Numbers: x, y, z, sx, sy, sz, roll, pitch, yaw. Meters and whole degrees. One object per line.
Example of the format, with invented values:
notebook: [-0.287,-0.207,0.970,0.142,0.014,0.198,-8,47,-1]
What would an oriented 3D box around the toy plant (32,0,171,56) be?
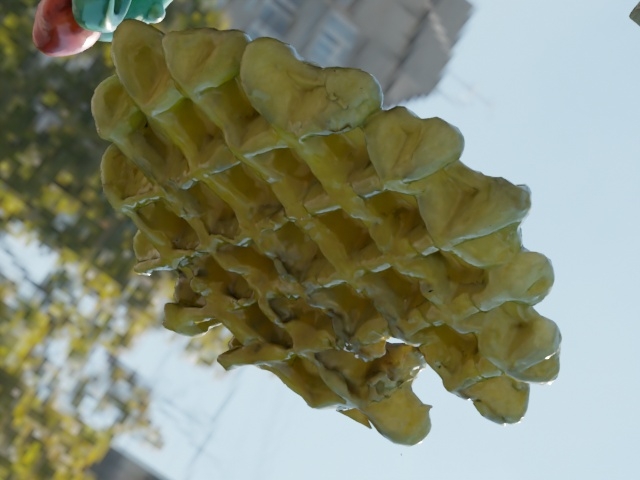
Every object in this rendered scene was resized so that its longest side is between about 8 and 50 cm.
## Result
toy plant: [-0.059,-0.259,1.019,0.279,0.185,0.400,-38,-152,44]

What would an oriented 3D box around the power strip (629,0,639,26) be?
power strip: [0.218,-0.035,0.704,0.060,0.252,0.027,-39,155,-11]

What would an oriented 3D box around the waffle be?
waffle: [0.001,-0.001,0.919,0.056,0.261,0.250,-49,154,-33]
